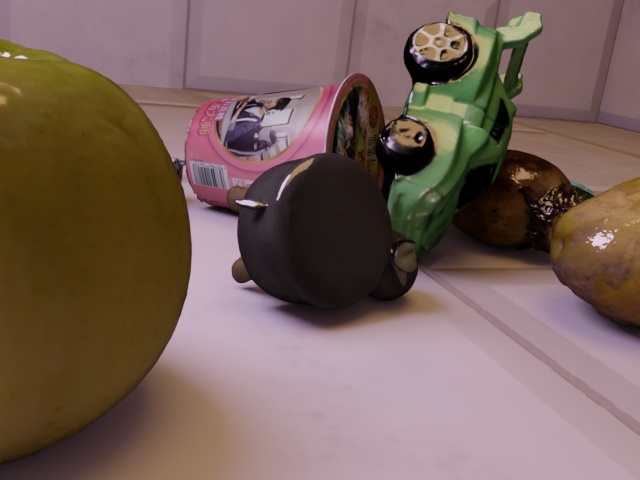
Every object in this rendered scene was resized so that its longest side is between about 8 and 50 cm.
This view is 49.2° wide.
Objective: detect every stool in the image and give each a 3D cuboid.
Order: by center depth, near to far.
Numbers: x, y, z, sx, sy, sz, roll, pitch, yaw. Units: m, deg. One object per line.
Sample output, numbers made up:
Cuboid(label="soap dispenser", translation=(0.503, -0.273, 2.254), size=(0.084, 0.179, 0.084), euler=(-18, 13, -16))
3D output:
Cuboid(label="stool", translation=(-0.004, 0.008, 0.752), size=(0.139, 0.228, 0.153), euler=(-4, 45, 53))

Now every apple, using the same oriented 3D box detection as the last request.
Cuboid(label="apple", translation=(-0.232, -0.003, 0.463), size=(0.291, 0.254, 0.292), euler=(10, 19, -4))

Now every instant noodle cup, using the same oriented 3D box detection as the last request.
Cuboid(label="instant noodle cup", translation=(-0.053, -0.127, 1.032), size=(0.254, 0.244, 0.244), euler=(6, 15, 25))

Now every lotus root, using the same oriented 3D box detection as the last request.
Cuboid(label="lotus root", translation=(0.274, -0.072, 1.079), size=(0.169, 0.142, 0.314), euler=(-5, 20, -31))

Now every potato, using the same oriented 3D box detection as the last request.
Cuboid(label="potato", translation=(0.394, 0.016, 0.789), size=(0.265, 0.230, 0.229), euler=(-8, 17, 2))

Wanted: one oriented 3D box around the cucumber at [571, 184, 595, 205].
Cuboid(label="cucumber", translation=(0.469, -0.047, 1.219), size=(0.069, 0.069, 0.227), euler=(1, 22, -20))

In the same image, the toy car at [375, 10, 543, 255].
Cuboid(label="toy car", translation=(0.179, -0.150, 0.954), size=(0.176, 0.213, 0.359), euler=(14, 62, 9))

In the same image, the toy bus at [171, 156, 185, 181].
Cuboid(label="toy bus", translation=(-0.264, -0.080, 1.001), size=(0.079, 0.077, 0.174), euler=(11, 18, 13))

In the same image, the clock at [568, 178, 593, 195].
Cuboid(label="clock", translation=(0.469, -0.107, 1.416), size=(0.108, 0.045, 0.147), euler=(3, 22, -30))
